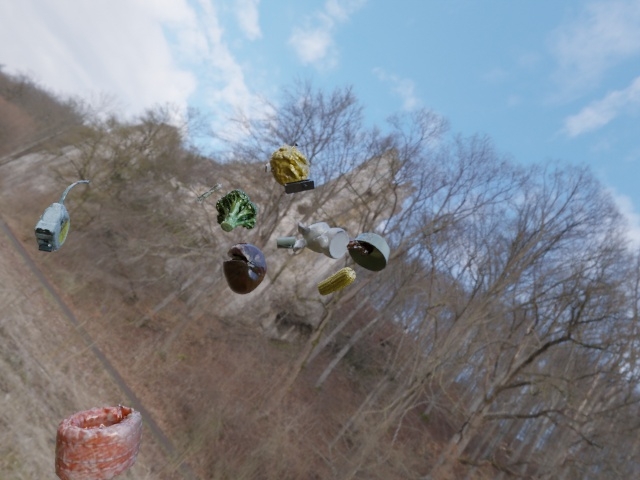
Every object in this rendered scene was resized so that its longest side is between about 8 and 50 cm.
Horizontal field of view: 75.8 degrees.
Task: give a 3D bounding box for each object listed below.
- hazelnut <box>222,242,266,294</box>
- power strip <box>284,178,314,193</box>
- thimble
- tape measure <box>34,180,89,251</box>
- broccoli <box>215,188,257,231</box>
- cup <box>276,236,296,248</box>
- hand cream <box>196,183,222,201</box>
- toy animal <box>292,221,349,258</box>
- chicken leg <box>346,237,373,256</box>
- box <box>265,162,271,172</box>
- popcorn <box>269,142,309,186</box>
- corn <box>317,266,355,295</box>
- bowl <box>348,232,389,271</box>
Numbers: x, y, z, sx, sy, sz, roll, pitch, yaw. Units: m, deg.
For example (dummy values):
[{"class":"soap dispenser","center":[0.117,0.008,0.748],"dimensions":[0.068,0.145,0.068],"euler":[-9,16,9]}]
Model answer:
[{"class":"hazelnut","center":[-0.365,0.137,1.998],"dimensions":[0.217,0.251,0.217],"euler":[8,-13,2]},{"class":"power strip","center":[-0.076,-0.199,1.511],"dimensions":[0.029,0.111,0.037],"euler":[-125,-156,-61]},{"class":"thimble","center":[-0.679,0.617,1.269],"dimensions":[0.239,0.239,0.162],"euler":[-1,-93,54]},{"class":"tape measure","center":[-0.920,-0.102,1.461],"dimensions":[0.084,0.330,0.164],"euler":[18,-53,-22]},{"class":"broccoli","center":[-0.490,-0.155,2.347],"dimensions":[0.255,0.269,0.269],"euler":[4,-44,7]},{"class":"cup","center":[-0.151,0.019,1.823],"dimensions":[0.084,0.074,0.054],"euler":[-2,-38,-1]},{"class":"hand cream","center":[-0.634,-0.275,2.354],"dimensions":[0.057,0.165,0.037],"euler":[38,-21,45]},{"class":"toy animal","center":[0.001,-0.001,1.618],"dimensions":[0.193,0.179,0.127],"euler":[17,-78,32]},{"class":"chicken leg","center":[0.129,0.016,1.903],"dimensions":[0.093,0.305,0.113],"euler":[44,-62,54]},{"class":"box","center":[-0.259,-0.390,2.128],"dimensions":[0.012,0.083,0.046],"euler":[26,-41,13]},{"class":"popcorn","center":[-0.120,-0.297,1.631],"dimensions":[0.180,0.170,0.180],"euler":[38,0,0]},{"class":"corn","center":[0.087,0.231,2.273],"dimensions":[0.244,0.093,0.093],"euler":[-35,-86,33]},{"class":"bowl","center":[0.249,0.041,2.013],"dimensions":[0.212,0.112,0.211],"euler":[25,-33,18]}]
